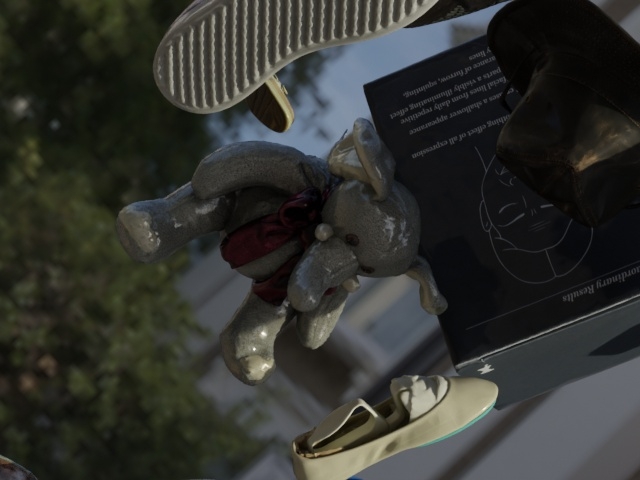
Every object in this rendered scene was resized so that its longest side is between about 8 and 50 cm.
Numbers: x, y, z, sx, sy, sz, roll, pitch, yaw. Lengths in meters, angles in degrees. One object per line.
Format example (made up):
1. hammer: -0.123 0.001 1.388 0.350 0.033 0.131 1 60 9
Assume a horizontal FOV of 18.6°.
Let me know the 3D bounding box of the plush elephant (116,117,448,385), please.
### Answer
1. plush elephant: 0.000 0.000 2.152 0.255 0.330 0.272 16 -38 58

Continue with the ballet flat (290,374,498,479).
1. ballet flat: 0.077 0.200 2.183 0.086 0.248 0.086 63 1 -2

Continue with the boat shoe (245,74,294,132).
1. boat shoe: -0.073 -0.197 2.418 0.153 0.048 0.056 50 -42 27

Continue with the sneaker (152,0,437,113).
1. sneaker: 0.003 -0.211 1.487 0.282 0.161 0.102 -21 -68 32

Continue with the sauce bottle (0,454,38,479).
1. sauce bottle: -0.331 0.336 1.569 0.111 0.344 0.111 16 -28 8

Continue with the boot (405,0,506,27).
1. boot: 0.124 -0.295 1.860 0.246 0.083 0.161 -6 -79 67

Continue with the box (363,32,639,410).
1. box: 0.263 -0.042 2.360 0.212 0.294 0.395 45 26 -63

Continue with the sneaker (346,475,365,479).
1. sneaker: 0.070 0.386 2.471 0.240 0.091 0.126 40 -38 27

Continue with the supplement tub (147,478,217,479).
1. supplement tub: -0.135 0.254 1.600 0.117 0.190 0.117 -5 -96 59

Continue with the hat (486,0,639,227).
1. hat: 0.261 -0.101 1.977 0.331 0.134 0.331 39 -15 13
